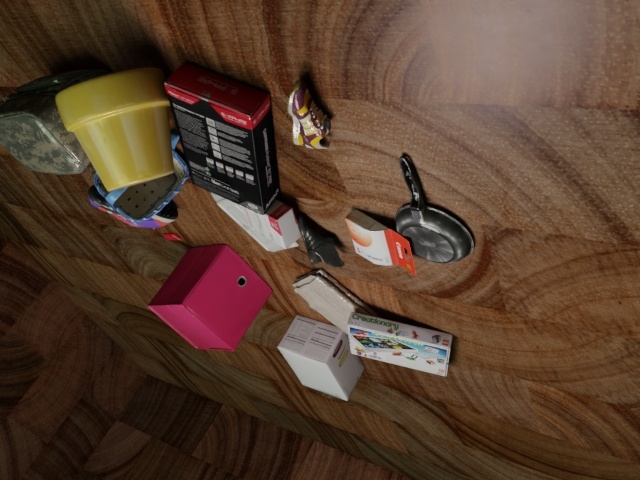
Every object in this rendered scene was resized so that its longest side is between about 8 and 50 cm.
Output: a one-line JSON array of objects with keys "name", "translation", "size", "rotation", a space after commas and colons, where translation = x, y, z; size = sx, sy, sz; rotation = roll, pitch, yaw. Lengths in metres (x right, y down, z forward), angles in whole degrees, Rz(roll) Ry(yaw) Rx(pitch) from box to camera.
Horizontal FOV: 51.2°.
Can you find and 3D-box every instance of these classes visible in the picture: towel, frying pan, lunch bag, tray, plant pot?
[{"name": "towel", "translation": [0.052, 0.199, 2.065], "size": [0.282, 0.049, 0.187], "rotation": [38, 152, -12]}, {"name": "frying pan", "translation": [0.253, -0.042, 1.495], "size": [0.197, 0.053, 0.326], "rotation": [23, 154, 17]}, {"name": "lunch bag", "translation": [-0.678, -0.328, 1.743], "size": [0.305, 0.256, 0.213], "rotation": [3, 139, 40]}, {"name": "tray", "translation": [-0.196, -0.054, 1.932], "size": [0.270, 0.030, 0.145], "rotation": [44, 150, -21]}, {"name": "plant pot", "translation": [-0.453, -0.251, 1.557], "size": [0.254, 0.254, 0.239], "rotation": [-8, 101, 50]}]

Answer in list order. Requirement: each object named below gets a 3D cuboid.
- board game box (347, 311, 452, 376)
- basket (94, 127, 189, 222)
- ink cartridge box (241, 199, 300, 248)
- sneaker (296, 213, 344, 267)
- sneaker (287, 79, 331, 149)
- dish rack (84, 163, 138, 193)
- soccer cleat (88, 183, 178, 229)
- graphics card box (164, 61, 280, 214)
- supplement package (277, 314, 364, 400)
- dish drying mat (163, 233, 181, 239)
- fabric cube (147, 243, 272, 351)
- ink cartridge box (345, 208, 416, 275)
[{"name": "board game box", "translation": [0.237, 0.313, 2.002], "size": [0.305, 0.053, 0.193], "rotation": [12, 147, 14]}, {"name": "basket", "translation": [-0.484, -0.171, 1.800], "size": [0.201, 0.255, 0.289], "rotation": [45, 160, -11]}, {"name": "ink cartridge box", "translation": [-0.134, -0.060, 1.788], "size": [0.150, 0.063, 0.109], "rotation": [30, 150, 36]}, {"name": "sneaker", "translation": [0.000, 0.000, 1.796], "size": [0.051, 0.089, 0.170], "rotation": [-138, 30, -85]}, {"name": "sneaker", "translation": [-0.017, -0.263, 1.400], "size": [0.083, 0.070, 0.185], "rotation": [15, 154, 12]}, {"name": "dish rack", "translation": [-0.676, -0.228, 2.087], "size": [0.208, 0.074, 0.272], "rotation": [13, 146, 29]}, {"name": "soccer cleat", "translation": [-0.579, -0.091, 2.018], "size": [0.116, 0.109, 0.318], "rotation": [-33, 156, 26]}, {"name": "graphics card box", "translation": [-0.225, -0.235, 1.611], "size": [0.232, 0.094, 0.371], "rotation": [23, 149, 16]}, {"name": "supplement package", "translation": [0.007, 0.413, 2.344], "size": [0.204, 0.145, 0.262], "rotation": [12, 146, 32]}, {"name": "dish drying mat", "translation": [-0.520, -0.012, 2.339], "size": [0.083, 0.008, 0.032], "rotation": [0, 139, 44]}, {"name": "fabric cube", "translation": [-0.372, 0.194, 2.256], "size": [0.259, 0.258, 0.254], "rotation": [-7, 132, 49]}, {"name": "ink cartridge box", "translation": [0.148, 0.017, 1.642], "size": [0.179, 0.045, 0.145], "rotation": [36, 159, 36]}]
